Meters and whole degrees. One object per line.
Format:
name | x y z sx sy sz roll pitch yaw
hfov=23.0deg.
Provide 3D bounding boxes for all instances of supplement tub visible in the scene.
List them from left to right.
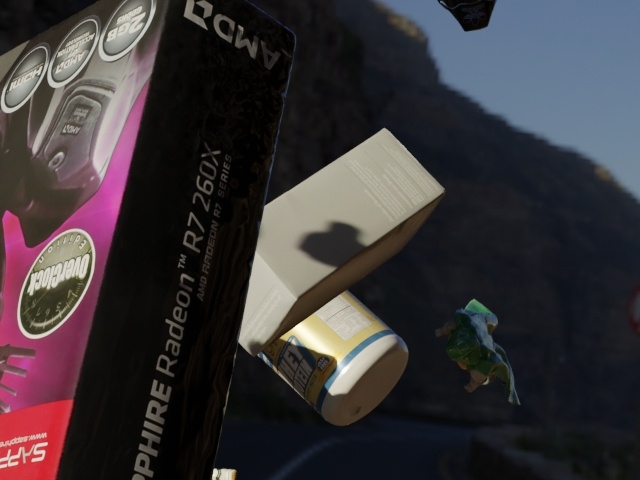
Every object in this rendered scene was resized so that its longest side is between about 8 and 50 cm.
supplement tub | 0.000 0.129 2.057 0.199 0.144 0.144 41 14 24

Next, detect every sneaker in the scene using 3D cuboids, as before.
sneaker | -0.134 0.317 2.056 0.037 0.032 0.083 12 -34 -9
sneaker | 0.149 -0.297 1.690 0.081 0.090 0.232 -8 25 8

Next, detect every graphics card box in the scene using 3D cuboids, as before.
graphics card box | -0.144 0.060 0.799 0.094 0.371 0.232 31 -32 -34

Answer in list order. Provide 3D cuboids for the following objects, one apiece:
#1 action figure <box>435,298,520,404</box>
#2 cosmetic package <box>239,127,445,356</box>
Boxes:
action figure | 0.172 0.123 1.761 0.063 0.137 0.232 -29 -13 8
cosmetic package | 0.000 0.000 1.577 0.238 0.107 0.127 -38 -10 -36
